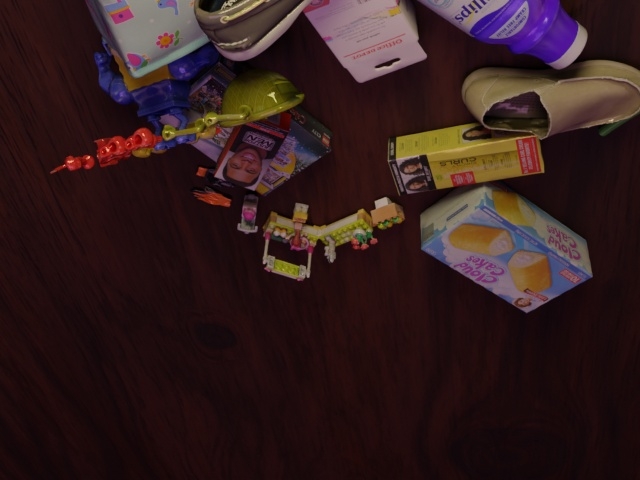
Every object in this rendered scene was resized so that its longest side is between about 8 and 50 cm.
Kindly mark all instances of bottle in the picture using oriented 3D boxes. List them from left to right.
[{"bbox_3d":[0.224,-0.319,1.158,0.283,0.092,0.118,28,133,-24],"label":"bottle"}]

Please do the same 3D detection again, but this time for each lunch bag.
[{"bbox_3d":[-0.171,-0.366,1.094,0.262,0.160,0.223,-30,138,-13],"label":"lunch bag"}]

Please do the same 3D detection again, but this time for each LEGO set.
[{"bbox_3d":[0.000,0.000,1.535,0.287,0.107,0.132,3,139,3],"label":"LEGO set"}]

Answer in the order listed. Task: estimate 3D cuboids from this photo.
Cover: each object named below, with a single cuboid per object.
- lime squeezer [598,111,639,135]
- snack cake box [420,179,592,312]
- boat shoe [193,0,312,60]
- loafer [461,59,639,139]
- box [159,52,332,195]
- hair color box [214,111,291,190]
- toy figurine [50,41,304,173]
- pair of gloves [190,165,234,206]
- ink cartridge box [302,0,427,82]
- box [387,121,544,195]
[{"bbox_3d":[0.550,-0.225,1.278,0.310,0.059,0.110,-14,168,20],"label":"lime squeezer"},{"bbox_3d":[0.317,0.007,1.525,0.264,0.089,0.152,30,133,-25],"label":"snack cake box"},{"bbox_3d":[-0.027,-0.347,1.045,0.305,0.109,0.091,-47,156,1],"label":"boat shoe"},{"bbox_3d":[0.340,-0.195,1.288,0.268,0.092,0.102,-2,139,8],"label":"loafer"},{"bbox_3d":[-0.118,-0.180,1.389,0.159,0.044,0.233,-31,127,34],"label":"box"},{"bbox_3d":[-0.104,-0.144,1.360,0.072,0.043,0.141,18,138,-16],"label":"hair color box"},{"bbox_3d":[-0.223,-0.237,1.220,0.362,0.191,0.217,-12,95,32],"label":"toy figurine"},{"bbox_3d":[-0.182,-0.092,1.522,0.074,0.010,0.083,15,135,-9],"label":"pair of gloves"},{"bbox_3d":[0.056,-0.307,1.195,0.115,0.067,0.198,-16,145,22],"label":"ink cartridge box"},{"bbox_3d":[0.227,-0.134,1.396,0.232,0.058,0.087,-8,136,14],"label":"box"}]
